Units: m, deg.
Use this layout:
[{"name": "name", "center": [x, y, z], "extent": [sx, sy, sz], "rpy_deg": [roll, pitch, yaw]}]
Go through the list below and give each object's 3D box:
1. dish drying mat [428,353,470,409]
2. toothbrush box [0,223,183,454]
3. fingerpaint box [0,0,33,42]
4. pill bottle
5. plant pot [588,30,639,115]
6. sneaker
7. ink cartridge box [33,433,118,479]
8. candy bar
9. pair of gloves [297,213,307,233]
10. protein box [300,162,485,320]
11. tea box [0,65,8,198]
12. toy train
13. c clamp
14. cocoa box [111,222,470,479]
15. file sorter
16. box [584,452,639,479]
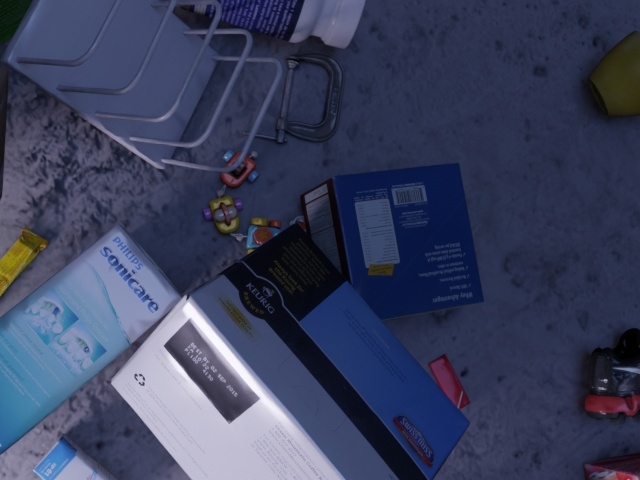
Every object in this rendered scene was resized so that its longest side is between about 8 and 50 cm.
[{"name": "dish drying mat", "center": [0.195, 0.216, 1.282], "extent": [0.032, 0.008, 0.083], "rpy_deg": [-27, 90, -14]}, {"name": "toothbrush box", "center": [-0.329, 0.126, 1.063], "extent": [0.295, 0.216, 0.126], "rpy_deg": [-42, 94, -16]}, {"name": "fingerpaint box", "center": [-0.489, -0.466, 1.124], "extent": [0.444, 0.163, 0.371], "rpy_deg": [-38, 94, -16]}, {"name": "pill bottle", "center": [-0.072, -0.373, 1.217], "extent": [0.264, 0.153, 0.153], "rpy_deg": [15, 80, -11]}, {"name": "plant pot", "center": [0.488, -0.252, 1.358], "extent": [0.095, 0.134, 0.134], "rpy_deg": [-28, 90, 11]}, {"name": "sneaker", "center": [0.535, 0.197, 1.318], "extent": [0.275, 0.097, 0.135], "rpy_deg": [-7, 87, -13]}, {"name": "ink cartridge box", "center": [-0.308, 0.314, 1.109], "extent": [0.122, 0.088, 0.052], "rpy_deg": [41, 76, -5]}, {"name": "candy bar", "center": [-0.434, 0.054, 1.148], "extent": [0.040, 0.018, 0.161], "rpy_deg": [37, 77, -3]}, {"name": "pair of gloves", "center": [0.000, 0.000, 1.261], "extent": [0.083, 0.010, 0.074], "rpy_deg": [19, 79, -11]}, {"name": "protein box", "center": [0.100, 0.010, 1.208], "extent": [0.199, 0.136, 0.201], "rpy_deg": [-8, 85, -21]}, {"name": "tea box", "center": [-0.538, -0.050, 0.916], "extent": [0.323, 0.220, 0.329], "rpy_deg": [11, 42, -12]}, {"name": "toy train", "center": [-0.096, -0.051, 1.222], "extent": [0.166, 0.046, 0.125], "rpy_deg": [45, 78, 0]}, {"name": "c clamp", "center": [-0.031, -0.215, 1.274], "extent": [0.137, 0.022, 0.161], "rpy_deg": [16, 80, -11]}, {"name": "cocoa box", "center": [-0.036, 0.201, 1.060], "extent": [0.347, 0.231, 0.228], "rpy_deg": [49, 40, 3]}, {"name": "file sorter", "center": [-0.212, -0.232, 1.088], "extent": [0.277, 0.173, 0.193], "rpy_deg": [36, 72, -46]}, {"name": "box", "center": [0.573, 0.390, 1.276], "extent": [0.299, 0.154, 0.142], "rpy_deg": [-6, 85, -13]}]
